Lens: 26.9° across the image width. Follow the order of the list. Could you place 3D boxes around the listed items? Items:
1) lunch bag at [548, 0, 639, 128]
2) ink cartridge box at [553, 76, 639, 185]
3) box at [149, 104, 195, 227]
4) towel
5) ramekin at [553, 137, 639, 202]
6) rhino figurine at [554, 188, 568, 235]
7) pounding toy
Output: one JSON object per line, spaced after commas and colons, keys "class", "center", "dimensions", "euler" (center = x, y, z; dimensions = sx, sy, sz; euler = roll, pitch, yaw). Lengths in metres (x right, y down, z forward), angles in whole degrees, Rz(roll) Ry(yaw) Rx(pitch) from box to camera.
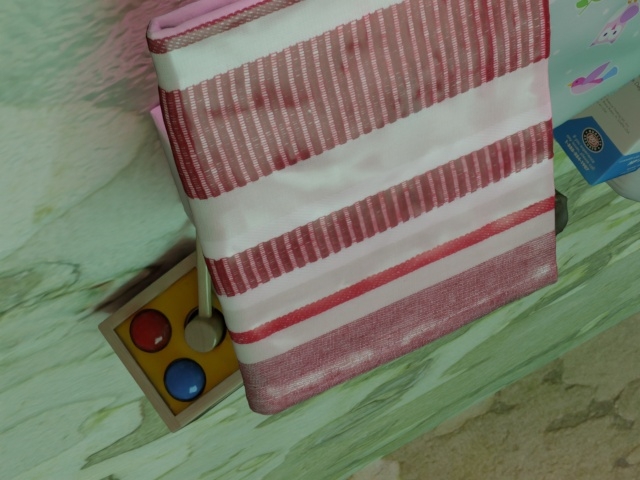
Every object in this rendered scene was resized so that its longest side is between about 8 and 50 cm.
{"class": "lunch bag", "center": [0.193, -0.197, 0.926], "dimensions": [0.279, 0.108, 0.224], "euler": [-31, 156, -16]}
{"class": "ink cartridge box", "center": [0.278, -0.170, 1.120], "dimensions": [0.078, 0.134, 0.231], "euler": [-17, 157, -44]}
{"class": "box", "center": [-0.005, -0.053, 0.944], "dimensions": [0.181, 0.119, 0.182], "euler": [-31, 162, -8]}
{"class": "towel", "center": [0.034, -0.043, 0.821], "dimensions": [0.237, 0.037, 0.329], "euler": [-24, 137, -12]}
{"class": "ramekin", "center": [0.373, -0.150, 1.363], "dimensions": [0.273, 0.127, 0.273], "euler": [-30, 163, -10]}
{"class": "rhino figurine", "center": [0.234, 0.004, 1.629], "dimensions": [0.106, 0.073, 0.243], "euler": [-26, 163, -15]}
{"class": "pounding toy", "center": [-0.101, 0.065, 1.112], "dimensions": [0.141, 0.130, 0.100], "euler": [-37, 175, 11]}
